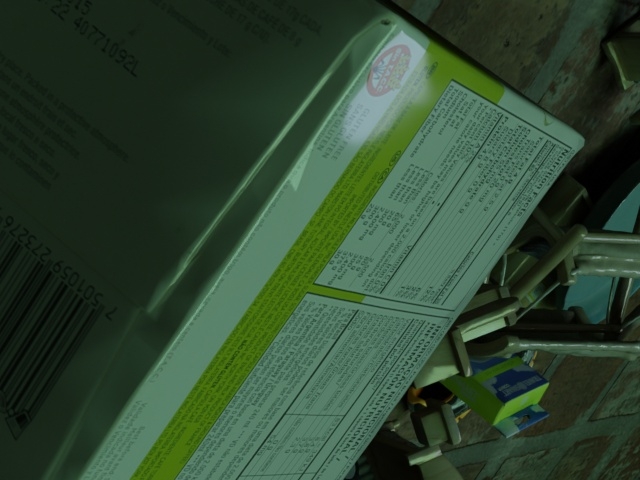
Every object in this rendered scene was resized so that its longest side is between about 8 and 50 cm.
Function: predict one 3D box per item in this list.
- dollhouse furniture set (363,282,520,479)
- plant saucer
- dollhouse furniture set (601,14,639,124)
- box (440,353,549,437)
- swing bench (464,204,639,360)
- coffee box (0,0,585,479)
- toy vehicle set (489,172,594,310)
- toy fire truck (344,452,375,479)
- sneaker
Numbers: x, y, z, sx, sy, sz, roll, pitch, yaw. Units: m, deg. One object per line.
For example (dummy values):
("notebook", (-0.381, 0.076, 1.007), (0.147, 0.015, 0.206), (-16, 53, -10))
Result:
("dollhouse furniture set", (0.170, 0.241, 1.731), (0.173, 0.356, 0.303), (-20, -173, -16))
("plant saucer", (0.422, -0.013, 2.105), (0.317, 0.043, 0.318), (-38, 152, -24))
("dollhouse furniture set", (0.446, -0.183, 1.806), (0.129, 0.129, 0.184), (-37, 115, -25))
("box", (0.200, 0.163, 1.914), (0.109, 0.178, 0.042), (-17, 139, -49))
("swing bench", (0.307, 0.046, 1.856), (0.253, 0.165, 0.255), (2, 126, -33))
("coffee box", (-0.099, -0.046, 0.978), (0.338, 0.337, 0.334), (-56, 154, 10))
("toy vehicle set", (0.313, 0.025, 2.073), (0.166, 0.035, 0.267), (-49, 154, -2))
("toy fire truck", (0.016, 0.264, 1.745), (0.158, 0.217, 0.246), (-30, 171, 30))
("sneaker", (0.202, 0.170, 2.032), (0.215, 0.084, 0.083), (-43, 146, 0))
